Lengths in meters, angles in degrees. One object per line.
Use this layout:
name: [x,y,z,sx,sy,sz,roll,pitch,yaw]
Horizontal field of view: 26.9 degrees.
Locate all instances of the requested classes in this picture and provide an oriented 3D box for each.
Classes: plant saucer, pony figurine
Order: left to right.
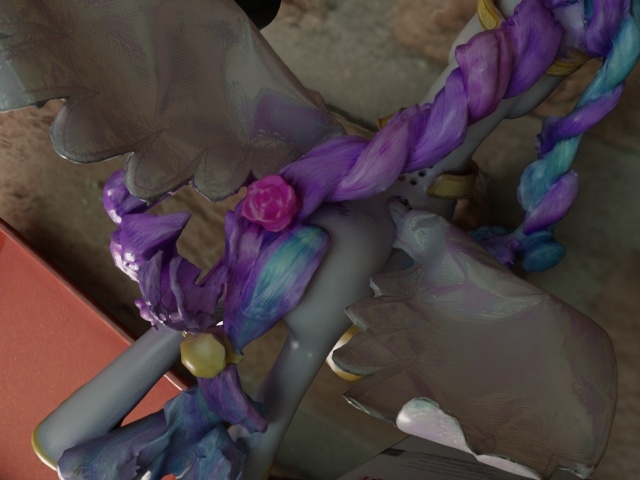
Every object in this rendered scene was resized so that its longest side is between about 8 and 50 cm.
plant saucer: [-0.203,0.140,0.993,0.258,0.047,0.259,38,118,22]
pony figurine: [0.000,0.000,0.662,0.303,0.351,0.363,43,125,6]

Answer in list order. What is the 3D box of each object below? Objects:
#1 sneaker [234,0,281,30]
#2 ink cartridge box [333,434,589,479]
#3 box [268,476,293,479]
sneaker: [-0.136,-0.207,0.856,0.145,0.090,0.270,-41,73,33]
ink cartridge box: [0.080,0.149,0.751,0.099,0.135,0.056,7,104,33]
box: [-0.021,0.272,0.757,0.290,0.279,0.177,4,101,34]
